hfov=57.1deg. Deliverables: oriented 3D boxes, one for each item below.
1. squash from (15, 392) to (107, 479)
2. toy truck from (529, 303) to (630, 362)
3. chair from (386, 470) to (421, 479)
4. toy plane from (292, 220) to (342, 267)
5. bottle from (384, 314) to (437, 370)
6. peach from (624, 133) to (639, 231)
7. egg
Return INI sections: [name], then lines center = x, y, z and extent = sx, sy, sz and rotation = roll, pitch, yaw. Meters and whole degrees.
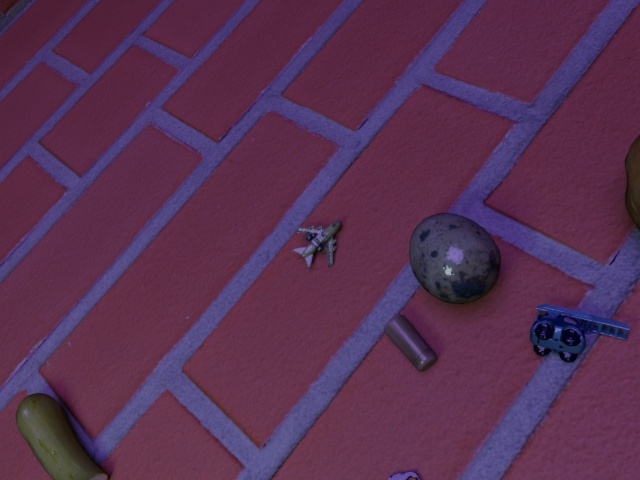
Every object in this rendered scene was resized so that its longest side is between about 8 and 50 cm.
[squash]
center = -0.498, 0.384, 1.112
extent = 0.250, 0.083, 0.083
rotation = 37, 81, 30
[toy truck]
center = 0.394, 0.146, 0.901
extent = 0.136, 0.063, 0.074
rotation = 14, 50, 24
[chair]
center = 0.145, 0.422, 0.822
extent = 0.084, 0.101, 0.212
rotation = -33, 58, 1
[toy plane]
center = 0.000, 0.000, 1.144
extent = 0.111, 0.040, 0.102
rotation = -44, 75, -3
[bottle]
center = 0.151, 0.173, 0.989
extent = 0.045, 0.045, 0.096
rotation = -39, 59, -1
[peach]
center = 0.553, -0.089, 0.860
extent = 0.214, 0.235, 0.214
rotation = -15, 58, 26
[egg]
center = 0.219, 0.026, 0.985
extent = 0.141, 0.141, 0.181
rotation = -32, 39, 3
